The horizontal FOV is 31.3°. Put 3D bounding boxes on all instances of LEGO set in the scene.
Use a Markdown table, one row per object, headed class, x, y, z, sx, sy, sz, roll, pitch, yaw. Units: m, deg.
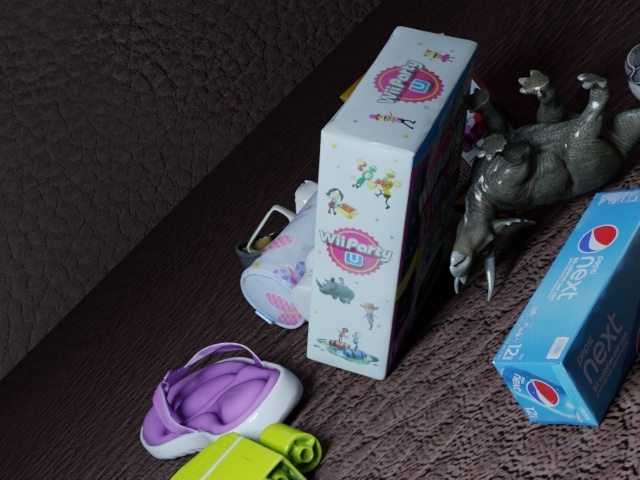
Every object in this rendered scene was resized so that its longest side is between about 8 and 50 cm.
| class | x | y | z | sx | sy | sz | roll | pitch | yaw |
| --- | --- | --- | --- | --- | --- | --- | --- | --- | --- |
| LEGO set | 0.204 | -0.070 | 1.357 | 0.093 | 0.087 | 0.227 | -41 | 20 | 17 |

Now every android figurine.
| class | x | y | z | sx | sy | sz | roll | pitch | yaw |
| --- | --- | --- | --- | --- | --- | --- | --- | --- | --- |
| android figurine | -0.109 | 0.285 | 1.184 | 0.248 | 0.056 | 0.273 | -47 | 15 | -18 |

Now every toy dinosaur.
| class | x | y | z | sx | sy | sz | roll | pitch | yaw |
| --- | --- | --- | --- | --- | --- | --- | --- | --- | --- |
| toy dinosaur | 0.238 | -0.090 | 1.177 | 0.313 | 0.160 | 0.121 | -31 | 44 | 0 |

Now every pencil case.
| class | x | y | z | sx | sy | sz | roll | pitch | yaw |
| --- | --- | --- | --- | --- | --- | --- | --- | --- | --- |
| pencil case | 0.000 | 0.000 | 1.639 | 0.273 | 0.113 | 0.124 | -51 | 6 | -33 |

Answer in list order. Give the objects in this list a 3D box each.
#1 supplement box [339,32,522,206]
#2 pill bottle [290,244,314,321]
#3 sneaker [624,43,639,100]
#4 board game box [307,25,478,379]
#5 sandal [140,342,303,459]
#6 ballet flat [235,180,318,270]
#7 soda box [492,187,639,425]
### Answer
| class | x | y | z | sx | sy | sz | roll | pitch | yaw |
| --- | --- | --- | --- | --- | --- | --- | --- | --- | --- |
| supplement box | 0.152 | -0.160 | 1.530 | 0.129 | 0.194 | 0.191 | -43 | 14 | -2 |
| pill bottle | 0.049 | 0.021 | 1.446 | 0.193 | 0.108 | 0.108 | -50 | 16 | -29 |
| sneaker | 0.396 | -0.220 | 1.175 | 0.121 | 0.112 | 0.299 | -42 | 4 | -11 |
| board game box | 0.075 | -0.038 | 1.215 | 0.224 | 0.098 | 0.303 | -58 | -23 | -46 |
| sandal | -0.147 | 0.191 | 1.479 | 0.169 | 0.102 | 0.416 | -49 | 15 | -27 |
| ballet flat | -0.028 | -0.030 | 1.842 | 0.280 | 0.096 | 0.095 | -37 | 14 | 20 |
| soda box | 0.225 | 0.049 | 0.926 | 0.067 | 0.071 | 0.210 | -5 | 37 | 48 |
